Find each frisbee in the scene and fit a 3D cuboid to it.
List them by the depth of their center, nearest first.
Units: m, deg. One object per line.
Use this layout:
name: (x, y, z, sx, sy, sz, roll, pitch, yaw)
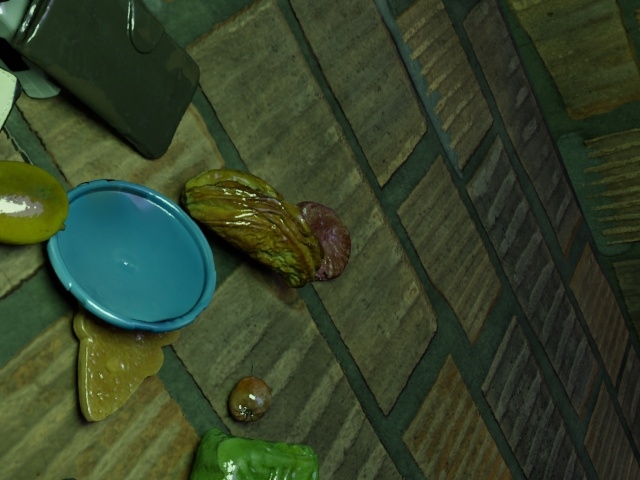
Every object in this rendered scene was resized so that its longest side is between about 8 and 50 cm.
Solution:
frisbee: (-0.253, 0.023, 1.060, 0.242, 0.045, 0.242, 23, 44, -25)

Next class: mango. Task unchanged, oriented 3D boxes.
mango: (-0.380, -0.049, 0.933, 0.161, 0.076, 0.103, 16, 65, -39)

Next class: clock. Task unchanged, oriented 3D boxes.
clock: (-0.371, -0.278, 0.986, 0.176, 0.080, 0.117, 58, 40, -48)

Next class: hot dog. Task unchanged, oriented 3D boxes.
hot dog: (-0.095, -0.033, 1.226, 0.114, 0.175, 0.259, -47, 131, 3)

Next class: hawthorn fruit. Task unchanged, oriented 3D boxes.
hawthorn fruit: (-0.108, 0.235, 1.226, 0.066, 0.067, 0.103, 57, 16, -25)

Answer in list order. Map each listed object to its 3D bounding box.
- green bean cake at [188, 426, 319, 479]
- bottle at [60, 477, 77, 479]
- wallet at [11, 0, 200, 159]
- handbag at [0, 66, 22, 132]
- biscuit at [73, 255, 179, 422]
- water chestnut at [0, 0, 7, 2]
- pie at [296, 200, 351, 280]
green bean cake: (-0.102, 0.398, 1.123, 0.222, 0.125, 0.248, 24, 62, -46)
bottle: (-0.353, 0.352, 0.846, 0.254, 0.079, 0.096, -37, 154, -49)
wallet: (-0.267, -0.239, 1.050, 0.165, 0.042, 0.309, -66, 152, -12)
handbag: (-0.466, -0.044, 0.736, 0.237, 0.160, 0.358, 25, 60, -19)
biscuit: (-0.266, 0.128, 1.056, 0.162, 0.035, 0.250, 39, 45, -31)
water chestnut: (-0.407, -0.406, 0.785, 0.351, 0.302, 0.350, 9, 54, -12)
pie: (0.000, 0.000, 1.431, 0.154, 0.038, 0.153, 18, 66, -46)
